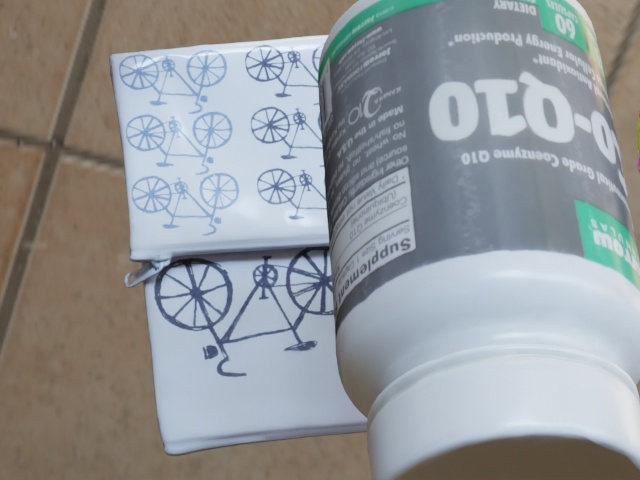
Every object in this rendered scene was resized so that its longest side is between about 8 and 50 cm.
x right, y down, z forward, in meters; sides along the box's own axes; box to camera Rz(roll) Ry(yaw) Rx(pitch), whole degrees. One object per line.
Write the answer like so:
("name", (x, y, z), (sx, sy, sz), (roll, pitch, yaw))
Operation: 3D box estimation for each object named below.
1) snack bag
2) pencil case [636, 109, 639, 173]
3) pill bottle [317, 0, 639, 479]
("snack bag", (0.000, 0.000, 1.490), (0.323, 0.037, 0.342), (-4, 84, -8))
("pencil case", (0.352, -0.075, 1.336), (0.236, 0.104, 0.104), (10, 109, 7))
("pill bottle", (0.107, 0.011, 1.207), (0.204, 0.361, 0.204), (-3, 145, -2))
